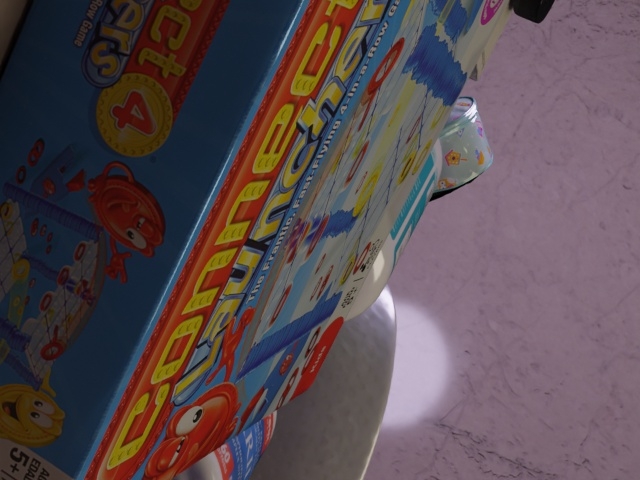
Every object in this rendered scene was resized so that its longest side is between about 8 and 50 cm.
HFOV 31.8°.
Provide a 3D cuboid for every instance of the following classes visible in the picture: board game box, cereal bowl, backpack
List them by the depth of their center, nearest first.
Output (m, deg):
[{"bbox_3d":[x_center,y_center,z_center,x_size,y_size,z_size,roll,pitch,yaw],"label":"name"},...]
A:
[{"bbox_3d":[-0.022,-0.050,0.499,0.308,0.086,0.302,-64,167,13],"label":"board game box"},{"bbox_3d":[-0.062,0.167,1.104,0.339,0.141,0.339,-158,-90,-77],"label":"cereal bowl"},{"bbox_3d":[0.106,-0.113,1.338,0.166,0.188,0.144,-52,130,-64],"label":"backpack"}]

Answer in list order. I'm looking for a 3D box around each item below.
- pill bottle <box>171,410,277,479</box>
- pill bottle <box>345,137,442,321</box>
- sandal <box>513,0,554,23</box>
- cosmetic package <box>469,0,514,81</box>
[{"bbox_3d":[-0.099,0.127,0.774,0.124,0.124,0.221,-64,176,17],"label":"pill bottle"},{"bbox_3d":[0.008,-0.024,0.984,0.146,0.146,0.264,-66,175,37],"label":"pill bottle"},{"bbox_3d":[0.243,-0.311,0.990,0.097,0.054,0.254,-40,152,-56],"label":"sandal"},{"bbox_3d":[0.157,-0.321,1.010,0.309,0.113,0.160,-64,165,-5],"label":"cosmetic package"}]
